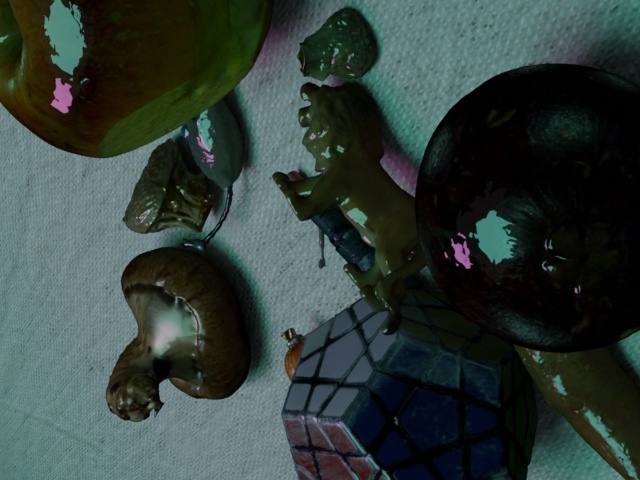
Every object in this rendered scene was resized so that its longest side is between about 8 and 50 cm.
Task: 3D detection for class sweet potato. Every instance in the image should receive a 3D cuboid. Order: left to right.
[{"bbox_3d":[0.272,0.127,1.431,0.355,0.095,0.106,58,-169,0],"label":"sweet potato"}]

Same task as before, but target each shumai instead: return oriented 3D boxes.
[{"bbox_3d":[-0.211,-0.060,1.879,0.116,0.146,0.145,23,152,-19],"label":"shumai"},{"bbox_3d":[0.012,-0.216,1.482,0.082,0.080,0.083,28,135,33],"label":"shumai"}]

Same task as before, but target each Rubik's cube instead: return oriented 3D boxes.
[{"bbox_3d":[0.111,0.210,1.545,0.319,0.319,0.264,55,172,2],"label":"Rubik's cube"}]

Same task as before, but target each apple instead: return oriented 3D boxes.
[{"bbox_3d":[-0.225,-0.281,1.500,0.384,0.374,0.374,14,128,52],"label":"apple"}]

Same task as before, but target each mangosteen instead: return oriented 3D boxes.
[{"bbox_3d":[0.221,-0.034,1.224,0.288,0.288,0.288,32,139,32],"label":"mangosteen"}]

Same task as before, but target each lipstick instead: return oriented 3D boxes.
[{"bbox_3d":[0.032,-0.005,1.661,0.234,0.053,0.053,46,145,19],"label":"lipstick"}]

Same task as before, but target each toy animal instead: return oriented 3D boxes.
[{"bbox_3d":[-0.145,-0.094,1.780,0.079,0.070,0.253,29,132,34],"label":"toy animal"},{"bbox_3d":[0.051,-0.052,1.501,0.312,0.157,0.097,52,-175,18],"label":"toy animal"}]

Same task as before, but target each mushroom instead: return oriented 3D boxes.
[{"bbox_3d":[-0.230,0.133,1.987,0.267,0.254,0.267,1,92,47],"label":"mushroom"}]

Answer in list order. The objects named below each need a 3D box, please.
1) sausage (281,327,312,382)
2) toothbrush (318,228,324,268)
[{"bbox_3d":[0.051,0.245,1.807,0.312,0.093,0.093,52,146,8],"label":"sausage"},{"bbox_3d":[0.000,0.000,1.741,0.006,0.008,0.097,19,132,24],"label":"toothbrush"}]
